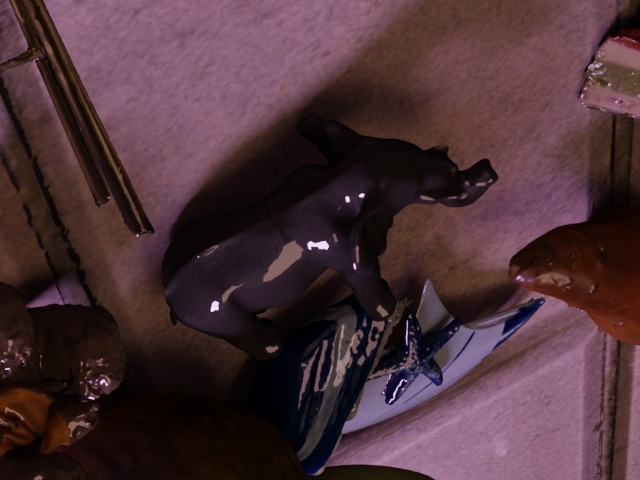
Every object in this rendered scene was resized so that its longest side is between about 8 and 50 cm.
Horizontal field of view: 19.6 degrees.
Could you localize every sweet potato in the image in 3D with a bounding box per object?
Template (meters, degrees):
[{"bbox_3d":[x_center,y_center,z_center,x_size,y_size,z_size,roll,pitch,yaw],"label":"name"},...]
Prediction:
[{"bbox_3d":[0.263,0.029,1.542,0.112,0.112,0.359,-44,145,15],"label":"sweet potato"}]

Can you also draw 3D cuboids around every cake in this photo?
[{"bbox_3d":[0.315,-0.112,1.387,0.220,0.117,0.086,-16,150,-30],"label":"cake"}]

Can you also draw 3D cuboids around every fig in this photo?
[{"bbox_3d":[-0.064,0.279,1.288,0.286,0.368,0.286,-23,127,-35],"label":"fig"}]

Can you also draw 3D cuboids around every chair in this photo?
[{"bbox_3d":[-0.200,-0.134,0.860,0.159,0.170,0.326,-24,104,-10],"label":"chair"}]

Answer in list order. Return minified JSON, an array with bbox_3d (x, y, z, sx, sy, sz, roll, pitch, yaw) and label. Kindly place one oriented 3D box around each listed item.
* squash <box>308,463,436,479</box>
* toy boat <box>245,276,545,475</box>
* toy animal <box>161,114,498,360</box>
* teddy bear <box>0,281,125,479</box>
[{"bbox_3d":[-0.008,0.235,1.549,0.340,0.094,0.094,-8,142,-16],"label":"squash"},{"bbox_3d":[0.062,0.087,1.476,0.291,0.070,0.210,-29,153,-16],"label":"toy boat"},{"bbox_3d":[0.004,0.003,1.251,0.245,0.114,0.146,-38,149,5],"label":"toy animal"},{"bbox_3d":[-0.205,0.128,1.164,0.140,0.190,0.177,-12,171,19],"label":"teddy bear"}]
